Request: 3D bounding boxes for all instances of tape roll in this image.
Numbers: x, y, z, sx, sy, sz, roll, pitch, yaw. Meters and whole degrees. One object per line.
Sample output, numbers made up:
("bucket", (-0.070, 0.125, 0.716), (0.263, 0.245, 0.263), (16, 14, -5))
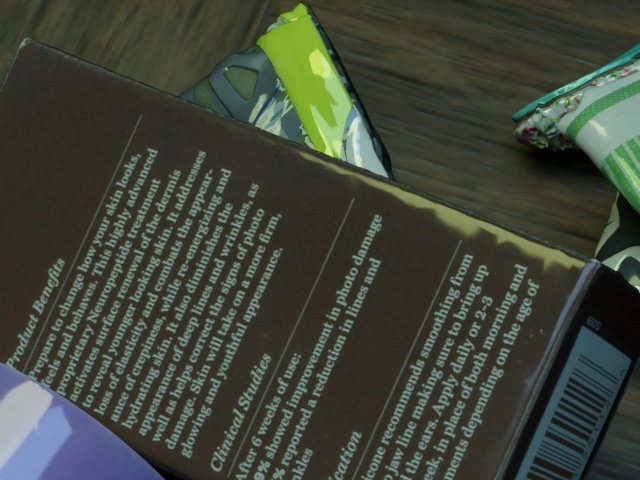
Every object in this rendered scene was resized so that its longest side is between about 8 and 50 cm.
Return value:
("tape roll", (-0.161, 0.148, 1.059), (0.189, 0.189, 0.080), (28, 65, 16))

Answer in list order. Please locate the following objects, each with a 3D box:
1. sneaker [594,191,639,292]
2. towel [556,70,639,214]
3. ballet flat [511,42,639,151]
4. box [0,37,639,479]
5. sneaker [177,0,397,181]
("sneaker", (0.284, -0.008, 1.189), (0.235, 0.094, 0.153), (0, 69, 13))
("towel", (0.319, 0.000, 1.118), (0.248, 0.038, 0.325), (-23, 61, -29))
("ballet flat", (0.239, -0.108, 1.259), (0.241, 0.091, 0.077), (-31, 87, -11))
("box", (-0.031, 0.046, 1.069), (0.381, 0.143, 0.191), (23, 86, 26))
("sneaker", (0.000, 0.000, 1.202), (0.121, 0.111, 0.300), (-27, 61, 5))
